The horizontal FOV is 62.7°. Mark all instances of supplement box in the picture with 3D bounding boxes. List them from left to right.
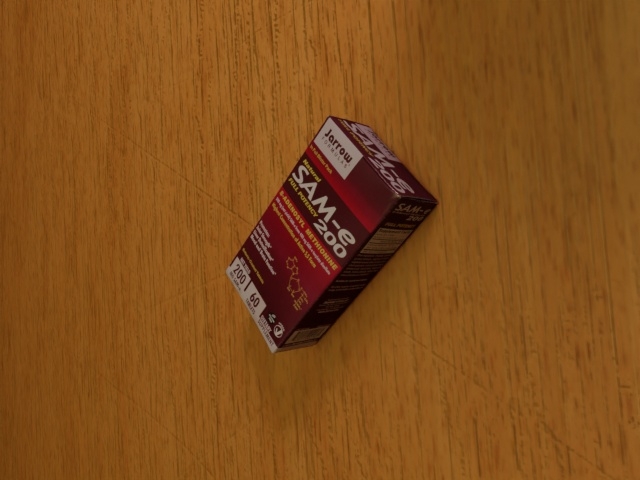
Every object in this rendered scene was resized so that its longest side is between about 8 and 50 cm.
[{"bbox_3d":[0.000,0.000,0.582,0.239,0.073,0.130,-53,57,28],"label":"supplement box"}]
